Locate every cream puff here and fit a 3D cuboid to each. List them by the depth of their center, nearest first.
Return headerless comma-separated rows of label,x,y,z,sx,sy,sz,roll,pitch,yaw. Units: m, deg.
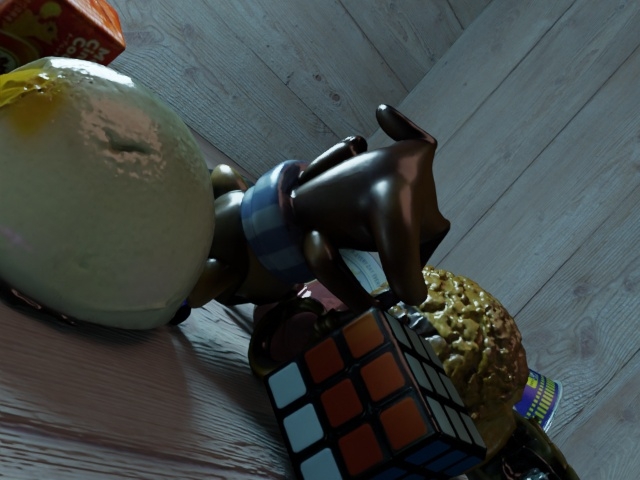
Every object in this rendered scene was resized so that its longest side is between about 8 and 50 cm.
cream puff,0.169,0.202,1.059,0.231,0.327,0.342,41,42,-36

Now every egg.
egg,-0.229,-0.071,0.669,0.337,0.201,0.337,40,11,-10

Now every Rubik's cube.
Rubik's cube,0.061,0.195,0.702,0.162,0.161,0.163,37,23,-53

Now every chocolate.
chocolate,-0.456,-0.315,0.992,0.108,0.237,0.235,55,8,22

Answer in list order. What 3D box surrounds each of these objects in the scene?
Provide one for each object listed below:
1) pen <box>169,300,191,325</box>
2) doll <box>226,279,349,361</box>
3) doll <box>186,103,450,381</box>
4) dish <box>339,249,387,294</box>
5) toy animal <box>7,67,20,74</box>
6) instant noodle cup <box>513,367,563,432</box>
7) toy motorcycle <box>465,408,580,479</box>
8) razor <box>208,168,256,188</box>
pen,-0.252,0.012,0.836,0.269,0.033,0.033,43,4,30
doll,-0.051,0.096,1.013,0.256,0.196,0.152,40,-35,37
doll,0.003,0.001,0.814,0.209,0.340,0.317,46,32,-59
dish,0.032,0.131,1.550,0.274,0.134,0.273,25,44,-27
toy animal,-0.375,-0.184,0.983,0.166,0.138,0.179,52,11,32
instant noodle cup,0.364,0.359,1.518,0.312,0.284,0.284,35,3,10
toy motorcycle,0.334,0.408,1.066,0.236,0.169,0.410,60,-2,-13
razor,-0.151,-0.027,1.363,0.349,0.113,0.204,44,28,22
